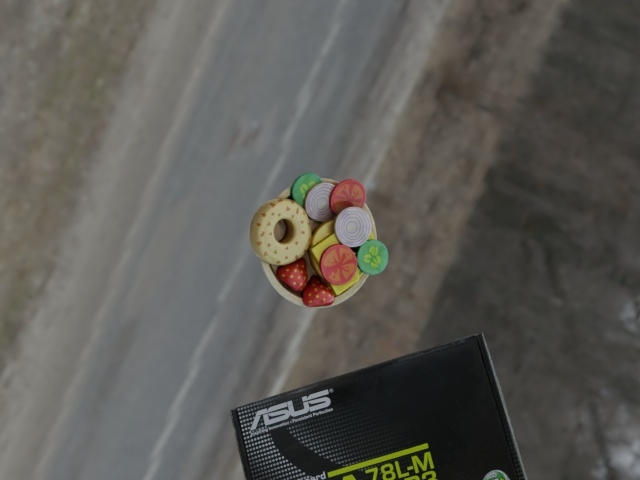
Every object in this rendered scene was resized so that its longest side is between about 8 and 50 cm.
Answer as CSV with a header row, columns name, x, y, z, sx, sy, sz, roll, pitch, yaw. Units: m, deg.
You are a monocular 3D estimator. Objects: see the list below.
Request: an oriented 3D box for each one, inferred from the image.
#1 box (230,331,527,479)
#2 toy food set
name,x,y,z,sx,sy,sz,roll,pitch,yaw
box,0.048,0.176,1.288,0.045,0.191,0.184,61,14,-63
toy food set,0.000,0.000,1.150,0.082,0.083,0.020,-36,-164,-20
